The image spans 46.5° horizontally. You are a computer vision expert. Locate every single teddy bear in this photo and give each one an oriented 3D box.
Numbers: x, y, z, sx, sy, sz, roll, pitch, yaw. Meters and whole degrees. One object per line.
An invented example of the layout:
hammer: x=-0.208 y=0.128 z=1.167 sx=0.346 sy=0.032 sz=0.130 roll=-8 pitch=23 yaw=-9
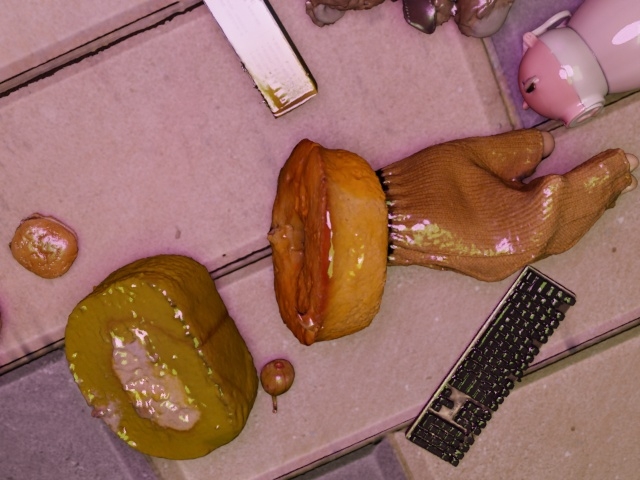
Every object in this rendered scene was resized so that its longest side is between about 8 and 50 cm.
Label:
teddy bear: x=0.087 y=-0.349 z=0.856 sx=0.256 sy=0.156 sz=0.267 roll=-18 pitch=136 yaw=-5

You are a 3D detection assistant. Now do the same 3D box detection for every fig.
fig: x=-0.062 y=0.206 z=1.049 sx=0.050 sy=0.050 sz=0.083 roll=4 pitch=119 yaw=-7

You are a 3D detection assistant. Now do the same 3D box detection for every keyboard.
keyboard: x=0.251 y=0.189 z=1.086 sx=0.106 sy=0.027 sz=0.317 roll=30 pitch=100 yaw=-12

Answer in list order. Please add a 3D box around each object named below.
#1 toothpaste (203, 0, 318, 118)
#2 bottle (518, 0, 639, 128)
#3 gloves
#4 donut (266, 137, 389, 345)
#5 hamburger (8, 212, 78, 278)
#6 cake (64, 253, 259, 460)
toothpaste: x=-0.109 y=-0.298 z=0.883 sx=0.071 sy=0.089 sz=0.313 roll=-30 pitch=107 yaw=10
bottle: x=0.353 y=-0.238 z=0.923 sx=0.236 sy=0.147 sz=0.148 roll=-32 pitch=106 yaw=11
gloves: x=0.225 y=-0.046 z=0.946 sx=0.356 sy=0.203 sz=0.155 roll=-12 pitch=129 yaw=3
donut: x=0.000 y=0.003 z=0.904 sx=0.118 sy=0.253 sz=0.254 roll=-5 pitch=106 yaw=-16
hamburger: x=-0.357 y=0.008 z=0.964 sx=0.083 sy=0.044 sz=0.076 roll=26 pitch=102 yaw=-15
cake: x=-0.203 y=0.155 z=0.965 sx=0.179 sy=0.156 sz=0.261 roll=-20 pitch=102 yaw=16
